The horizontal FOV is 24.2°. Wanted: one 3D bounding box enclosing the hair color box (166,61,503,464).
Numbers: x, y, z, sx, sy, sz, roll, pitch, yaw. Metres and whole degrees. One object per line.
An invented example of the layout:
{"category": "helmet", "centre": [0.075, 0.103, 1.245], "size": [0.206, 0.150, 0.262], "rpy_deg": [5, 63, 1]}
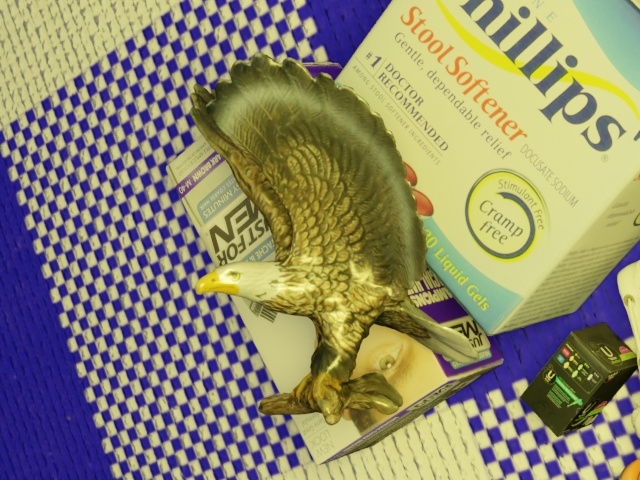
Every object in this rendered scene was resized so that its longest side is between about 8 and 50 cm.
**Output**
{"category": "hair color box", "centre": [0.007, 0.020, 1.431], "size": [0.185, 0.110, 0.339], "rpy_deg": [-38, 75, 34]}

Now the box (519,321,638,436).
{"category": "box", "centre": [0.227, 0.121, 1.297], "size": [0.052, 0.062, 0.083], "rpy_deg": [47, 122, 25]}

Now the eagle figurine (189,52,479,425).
{"category": "eagle figurine", "centre": [-0.008, 0.000, 1.237], "size": [0.226, 0.225, 0.298], "rpy_deg": [-6, 87, 29]}

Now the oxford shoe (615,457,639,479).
{"category": "oxford shoe", "centre": [0.293, 0.364, 1.243], "size": [0.132, 0.130, 0.364], "rpy_deg": [-22, 81, 46]}

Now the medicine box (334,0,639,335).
{"category": "medicine box", "centre": [0.178, -0.116, 1.248], "size": [0.263, 0.149, 0.289], "rpy_deg": [50, 124, 22]}

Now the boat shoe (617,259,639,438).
{"category": "boat shoe", "centre": [0.304, 0.145, 1.223], "size": [0.096, 0.098, 0.277], "rpy_deg": [-17, 77, 39]}
